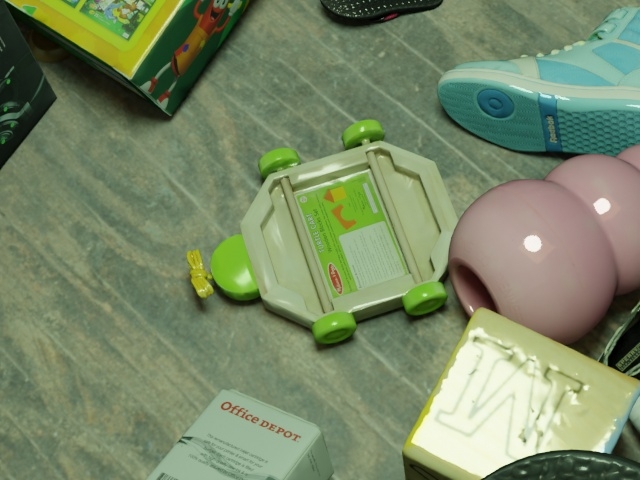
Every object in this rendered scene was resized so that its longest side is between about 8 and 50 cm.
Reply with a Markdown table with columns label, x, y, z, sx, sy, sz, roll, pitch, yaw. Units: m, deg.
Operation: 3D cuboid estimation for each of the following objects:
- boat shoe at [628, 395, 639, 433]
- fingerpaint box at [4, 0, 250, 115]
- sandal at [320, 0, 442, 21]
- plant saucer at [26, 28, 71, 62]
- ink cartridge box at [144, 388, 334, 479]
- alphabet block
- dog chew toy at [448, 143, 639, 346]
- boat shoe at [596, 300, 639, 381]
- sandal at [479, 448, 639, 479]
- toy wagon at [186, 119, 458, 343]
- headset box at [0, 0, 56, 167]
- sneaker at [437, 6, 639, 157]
| label | x | y | z | sx | sy | sz | roll | pitch | yaw |
| --- | --- | --- | --- | --- | --- | --- | --- | --- | --- |
| boat shoe | 0.470 | 0.145 | 1.400 | 0.258 | 0.095 | 0.084 | -35 | 71 | -11 |
| fingerpaint box | -0.294 | -0.448 | 1.664 | 0.445 | 0.163 | 0.371 | 32 | 86 | 19 |
| sandal | 0.086 | -0.338 | 1.699 | 0.179 | 0.040 | 0.067 | -5 | 70 | -12 |
| plant saucer | -0.388 | -0.296 | 1.739 | 0.083 | 0.015 | 0.083 | -2 | 66 | 5 |
| ink cartridge box | -0.104 | 0.286 | 1.357 | 0.153 | 0.087 | 0.208 | 19 | 52 | 32 |
| alphabet block | 0.220 | 0.222 | 1.341 | 0.197 | 0.192 | 0.193 | 26 | 69 | 15 |
| dog chew toy | 0.320 | -0.008 | 1.439 | 0.332 | 0.206 | 0.206 | -28 | 65 | -16 |
| boat shoe | 0.416 | 0.097 | 1.441 | 0.078 | 0.070 | 0.219 | 39 | 75 | 20 |
| sandal | 0.152 | 0.331 | 1.190 | 0.446 | 0.107 | 0.167 | -34 | 86 | 21 |
| toy wagon | 0.000 | 0.000 | 1.533 | 0.344 | 0.068 | 0.267 | -18 | 65 | -1 |
| headset box | -0.498 | -0.187 | 1.573 | 0.131 | 0.246 | 0.283 | 29 | 72 | 17 |
| sneaker | 0.328 | -0.222 | 1.579 | 0.319 | 0.127 | 0.208 | 13 | 56 | 18 |
